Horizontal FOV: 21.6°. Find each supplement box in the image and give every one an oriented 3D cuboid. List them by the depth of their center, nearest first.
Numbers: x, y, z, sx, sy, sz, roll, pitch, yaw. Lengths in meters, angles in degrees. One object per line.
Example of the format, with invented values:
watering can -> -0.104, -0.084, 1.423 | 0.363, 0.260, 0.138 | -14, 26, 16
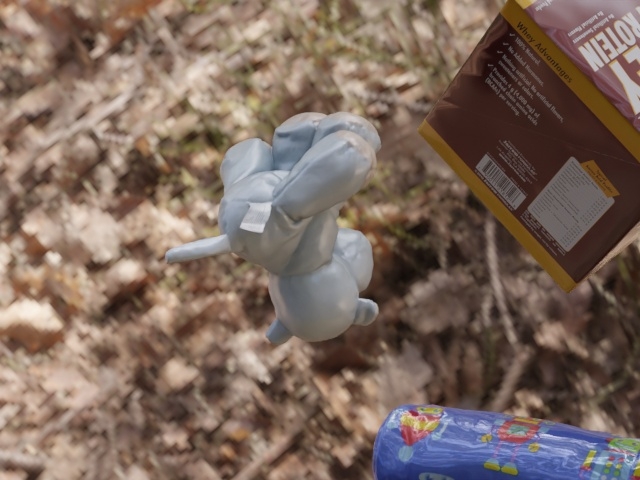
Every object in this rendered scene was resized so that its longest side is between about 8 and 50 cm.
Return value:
supplement box -> 0.215, -0.101, 1.352 | 0.129, 0.194, 0.191 | -35, 78, -33

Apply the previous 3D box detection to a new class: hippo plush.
hippo plush -> 0.000, 0.000, 2.043 | 0.234, 0.236, 0.294 | -20, 25, 23

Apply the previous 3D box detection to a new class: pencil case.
pencil case -> 0.197, 0.238, 1.616 | 0.306, 0.133, 0.119 | 5, 19, 31
